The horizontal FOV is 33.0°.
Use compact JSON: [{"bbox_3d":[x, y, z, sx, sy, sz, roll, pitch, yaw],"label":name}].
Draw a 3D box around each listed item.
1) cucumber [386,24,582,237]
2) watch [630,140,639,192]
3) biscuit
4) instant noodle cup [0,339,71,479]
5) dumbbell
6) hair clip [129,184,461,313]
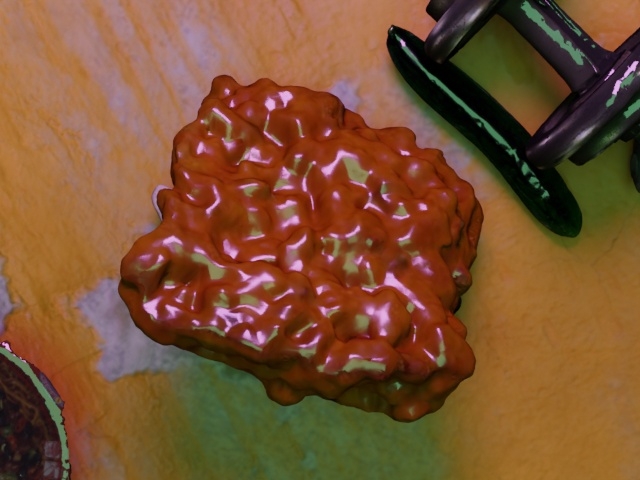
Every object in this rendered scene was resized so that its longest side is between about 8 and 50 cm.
[{"bbox_3d":[0.168,-0.111,1.086,0.056,0.056,0.284,-43,95,5],"label":"cucumber"},{"bbox_3d":[0.409,-0.125,1.066,0.192,0.068,0.206,1,97,2],"label":"watch"},{"bbox_3d":[0.000,0.000,0.998,0.318,0.110,0.312,17,53,-3],"label":"biscuit"},{"bbox_3d":[-0.380,0.214,1.118,0.273,0.091,0.274,0,95,2],"label":"instant noodle cup"},{"bbox_3d":[0.216,-0.189,1.002,0.290,0.192,0.192,45,96,0],"label":"dumbbell"},{"bbox_3d":[-0.026,0.041,1.089,0.330,0.085,0.101,22,88,1],"label":"hair clip"}]
